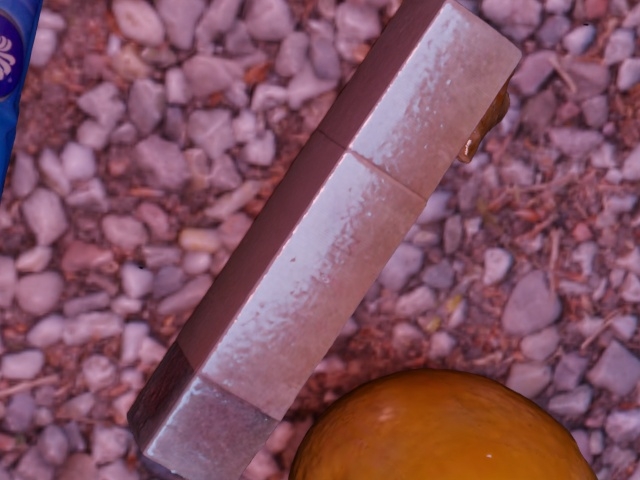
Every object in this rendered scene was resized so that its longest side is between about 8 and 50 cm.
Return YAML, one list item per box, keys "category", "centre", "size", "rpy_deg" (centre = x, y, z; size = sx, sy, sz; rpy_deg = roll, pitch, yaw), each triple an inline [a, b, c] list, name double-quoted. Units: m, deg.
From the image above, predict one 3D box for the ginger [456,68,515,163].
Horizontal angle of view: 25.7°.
- category: "ginger"
  centre: [0.115, -0.094, 1.016]
  size: [0.030, 0.048, 0.097]
  rpy_deg: [20, 67, 16]

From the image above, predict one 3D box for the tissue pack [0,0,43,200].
- category: "tissue pack"
  centre: [-0.290, -0.052, 0.838]
  size: [0.198, 0.146, 0.264]
  rpy_deg: [8, 101, -21]

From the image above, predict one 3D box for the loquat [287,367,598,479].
- category: "loquat"
  centre: [0.080, 0.203, 0.987]
  size: [0.243, 0.244, 0.244]
  rpy_deg: [-5, 106, -16]

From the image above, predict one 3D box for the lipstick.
- category: "lipstick"
  centre: [0.000, 0.000, 0.981]
  size: [0.076, 0.080, 0.371]
  rpy_deg: [33, 93, -22]
